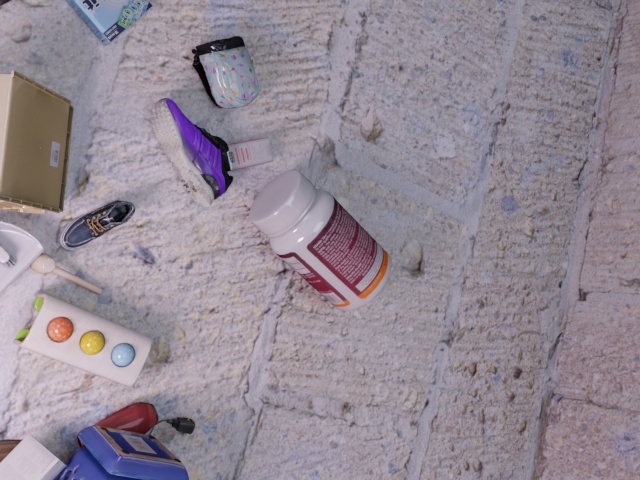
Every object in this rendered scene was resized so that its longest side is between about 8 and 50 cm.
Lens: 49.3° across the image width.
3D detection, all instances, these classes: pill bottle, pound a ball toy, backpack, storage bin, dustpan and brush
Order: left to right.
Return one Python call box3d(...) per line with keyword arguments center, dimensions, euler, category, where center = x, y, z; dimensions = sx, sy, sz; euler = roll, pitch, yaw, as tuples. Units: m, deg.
box3d(center=(-0.732, -0.003, 1.510), dimensions=(0.211, 0.060, 0.147), euler=(41, 75, -3), category="dustpan and brush")
box3d(center=(-0.643, -0.199, 1.474), dimensions=(0.260, 0.123, 0.262), euler=(28, 66, -79), category="storage bin")
box3d(center=(-0.542, 0.185, 1.603), dimensions=(0.319, 0.136, 0.208), euler=(32, 72, -32), category="pound a ball toy")
box3d(center=(-0.241, -0.439, 1.842), dimensions=(0.152, 0.115, 0.182), euler=(-25, 106, -36), category="backpack")
box3d(center=(0.000, 0.000, 1.944), dimensions=(0.392, 0.224, 0.224), euler=(44, 65, -28), category="pill bottle")

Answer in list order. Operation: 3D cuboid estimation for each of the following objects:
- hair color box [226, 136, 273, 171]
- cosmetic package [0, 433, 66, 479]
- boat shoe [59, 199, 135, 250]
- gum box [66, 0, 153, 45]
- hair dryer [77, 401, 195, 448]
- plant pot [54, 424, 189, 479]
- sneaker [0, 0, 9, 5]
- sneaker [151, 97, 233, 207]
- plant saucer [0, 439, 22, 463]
box3d(center=(-0.203, -0.236, 1.910), dimensions=(0.141, 0.043, 0.072), euler=(-17, 99, -36), category="hair color box")
box3d(center=(-0.667, 0.540, 1.479), dimensions=(0.239, 0.099, 0.060), euler=(-48, 158, -26), category="cosmetic package")
box3d(center=(-0.527, -0.041, 1.648), dimensions=(0.183, 0.083, 0.065), euler=(-40, 112, -29), category="boat shoe")
box3d(center=(-0.524, -0.594, 1.684), dimensions=(0.157, 0.041, 0.184), euler=(-51, 118, -25), category="gum box")
box3d(center=(-0.450, 0.507, 1.700), dimensions=(0.294, 0.080, 0.223), euler=(30, 73, -31), category="hair dryer")
box3d(center=(-0.444, 0.551, 1.553), dimensions=(0.236, 0.236, 0.212), euler=(25, 85, -39), category="plant pot")
box3d(center=(-0.714, -0.634, 1.522), dimensions=(0.118, 0.083, 0.222), euler=(-40, 113, -29), category="sneaker")
box3d(center=(-0.318, -0.244, 1.801), dimensions=(0.146, 0.102, 0.293), euler=(-40, 116, -34), category="sneaker")
box3d(center=(-0.702, 0.585, 1.542), dimensions=(0.278, 0.041, 0.277), euler=(1, 88, -36), category="plant saucer")
